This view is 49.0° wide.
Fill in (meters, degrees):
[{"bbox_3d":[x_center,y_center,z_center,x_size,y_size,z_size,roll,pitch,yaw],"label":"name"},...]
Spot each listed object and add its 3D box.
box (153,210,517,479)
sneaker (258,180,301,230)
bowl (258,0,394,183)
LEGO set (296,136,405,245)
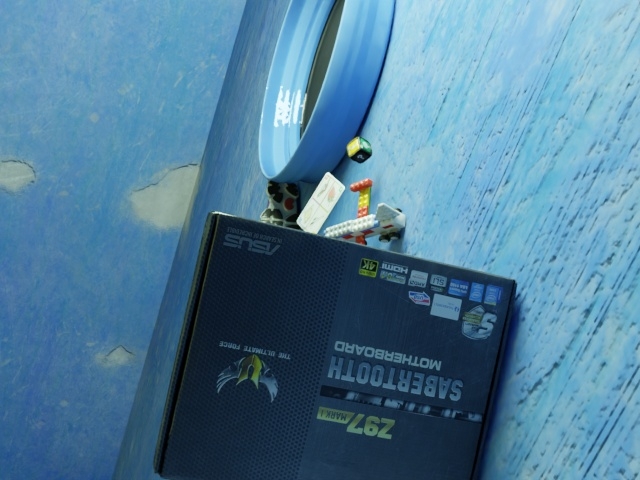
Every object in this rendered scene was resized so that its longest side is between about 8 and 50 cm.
[{"bbox_3d":[0.012,0.091,0.513,0.059,0.232,0.184,-166,89,-78],"label":"box"},{"bbox_3d":[-0.064,-0.026,1.136,0.170,0.068,0.071,-83,2,-45],"label":"sneaker"},{"bbox_3d":[0.001,-0.272,1.059,0.391,0.077,0.392,-167,90,-72],"label":"bowl"},{"bbox_3d":[0.000,0.000,0.806,0.244,0.060,0.182,-57,39,11],"label":"LEGO set"}]
